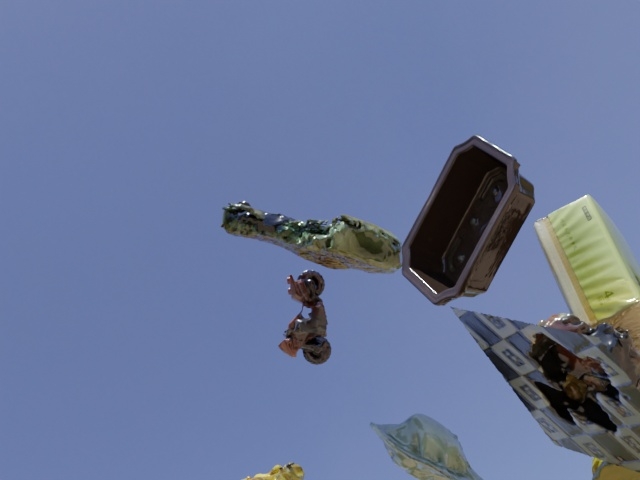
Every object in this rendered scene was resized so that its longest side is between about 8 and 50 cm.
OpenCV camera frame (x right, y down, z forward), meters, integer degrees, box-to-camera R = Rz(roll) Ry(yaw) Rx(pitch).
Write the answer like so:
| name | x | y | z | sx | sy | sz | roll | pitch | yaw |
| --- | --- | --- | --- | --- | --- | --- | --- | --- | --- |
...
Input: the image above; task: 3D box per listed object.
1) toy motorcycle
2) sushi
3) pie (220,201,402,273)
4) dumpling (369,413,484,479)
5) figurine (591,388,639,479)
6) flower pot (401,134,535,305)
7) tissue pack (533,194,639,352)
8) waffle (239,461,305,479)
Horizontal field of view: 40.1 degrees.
| name | x | y | z | sx | sy | sz | roll | pitch | yaw |
| --- | --- | --- | --- | --- | --- | --- | --- | --- | --- |
| toy motorcycle | -0.041 | 0.173 | 1.953 | 0.118 | 0.212 | 0.084 | -4 | -10 | -6 |
| sushi | 0.339 | 0.182 | 1.114 | 0.059 | 0.294 | 0.292 | -46 | -69 | -18 |
| pie | 0.000 | 0.000 | 1.642 | 0.296 | 0.371 | 0.078 | 29 | -105 | -57 |
| dumpling | 0.185 | 0.353 | 1.501 | 0.153 | 0.219 | 0.108 | 90 | -155 | -61 |
| figurine | 0.487 | 0.292 | 1.363 | 0.187 | 0.315 | 0.168 | -29 | -73 | 15 |
| flower pot | 0.235 | -0.022 | 1.342 | 0.084 | 0.179 | 0.251 | 19 | -75 | -30 |
| tissue pack | 0.463 | 0.066 | 1.440 | 0.125 | 0.234 | 0.159 | -32 | -44 | 22 |
| waffle | -0.162 | 0.437 | 1.501 | 0.280 | 0.060 | 0.262 | -21 | -16 | 20 |
